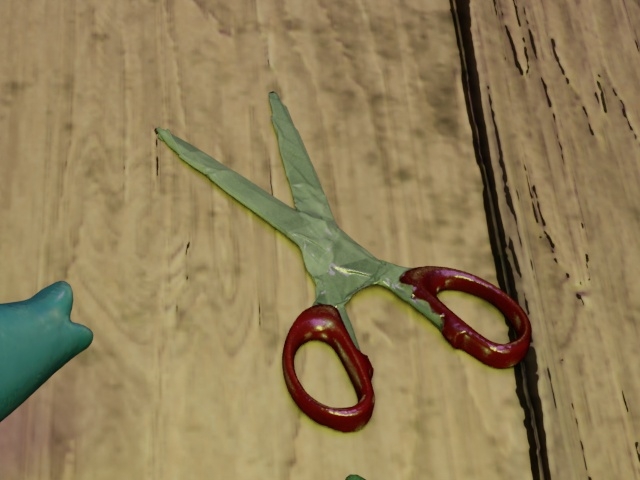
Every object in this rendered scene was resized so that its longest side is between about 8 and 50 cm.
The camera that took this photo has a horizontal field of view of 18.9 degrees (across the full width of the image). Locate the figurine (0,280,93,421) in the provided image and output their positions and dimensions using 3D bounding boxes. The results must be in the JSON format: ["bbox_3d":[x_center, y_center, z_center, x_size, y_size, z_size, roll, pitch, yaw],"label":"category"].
[{"bbox_3d":[-0.264,0.112,0.770,0.297,0.243,0.416,8,88,6],"label":"figurine"}]

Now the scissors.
[{"bbox_3d":[0.000,0.000,1.082,0.144,0.017,0.248,-19,50,-25],"label":"scissors"}]

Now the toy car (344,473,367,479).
[{"bbox_3d":[0.021,0.236,0.797,0.141,0.097,0.321,17,45,9],"label":"toy car"}]
